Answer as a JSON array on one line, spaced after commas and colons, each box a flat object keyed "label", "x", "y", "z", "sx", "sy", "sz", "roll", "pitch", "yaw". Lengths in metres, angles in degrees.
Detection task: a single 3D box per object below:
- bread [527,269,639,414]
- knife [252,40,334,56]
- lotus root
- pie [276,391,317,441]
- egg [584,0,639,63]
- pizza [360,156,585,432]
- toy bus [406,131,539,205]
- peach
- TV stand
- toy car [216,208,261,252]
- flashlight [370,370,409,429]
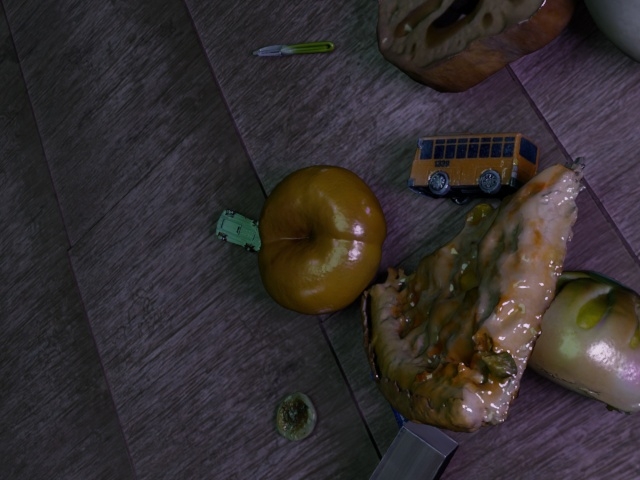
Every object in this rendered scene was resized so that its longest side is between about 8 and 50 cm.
[{"label": "bread", "x": 0.334, "y": 0.116, "z": 1.278, "sx": 0.260, "sy": 0.156, "sz": 0.158, "roll": 28, "pitch": 99, "yaw": 37}, {"label": "knife", "x": -0.049, "y": -0.350, "z": 1.774, "sx": 0.184, "sy": 0.026, "sz": 0.022, "roll": 4, "pitch": 122, "yaw": 37}, {"label": "lotus root", "x": 0.245, "y": -0.398, "z": 1.442, "sx": 0.390, "sy": 0.111, "sz": 0.375, "roll": -54, "pitch": 34, "yaw": 16}, {"label": "pie", "x": -0.042, "y": 0.296, "z": 1.621, "sx": 0.085, "sy": 0.017, "sz": 0.085, "roll": -10, "pitch": 73, "yaw": 37}, {"label": "egg", "x": 0.451, "y": -0.383, "z": 1.235, "sx": 0.258, "sy": 0.258, "sz": 0.352, "roll": -14, "pitch": 78, "yaw": 35}, {"label": "pizza", "x": 0.181, "y": 0.107, "z": 1.297, "sx": 0.435, "sy": 0.080, "sz": 0.392, "roll": -43, "pitch": 23, "yaw": 39}, {"label": "toy bus", "x": 0.228, "y": -0.111, "z": 1.456, "sx": 0.182, "sy": 0.091, "sz": 0.103, "roll": 2, "pitch": 79, "yaw": 37}, {"label": "peach", "x": 0.000, "y": 0.000, "z": 1.569, "sx": 0.251, "sy": 0.153, "sz": 0.251, "roll": -16, "pitch": 70, "yaw": 52}, {"label": "TV stand", "x": 0.097, "y": 0.396, "z": 1.433, "sx": 0.083, "sy": 0.088, "sz": 0.269, "roll": 34, "pitch": 103, "yaw": 16}, {"label": "toy car", "x": -0.139, "y": -0.017, "z": 1.760, "sx": 0.122, "sy": 0.035, "sz": 0.059, "roll": 21, "pitch": 93, "yaw": 31}, {"label": "flashlight", "x": 0.119, "y": 0.250, "z": 1.496, "sx": 0.121, "sy": 0.057, "sz": 0.035, "roll": 69, "pitch": 156, "yaw": 19}]
